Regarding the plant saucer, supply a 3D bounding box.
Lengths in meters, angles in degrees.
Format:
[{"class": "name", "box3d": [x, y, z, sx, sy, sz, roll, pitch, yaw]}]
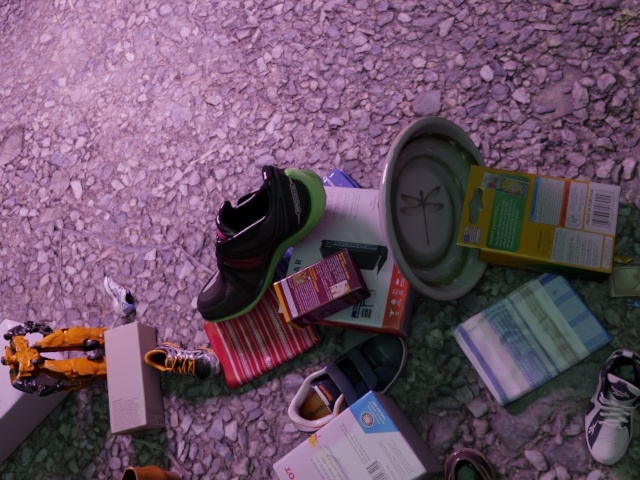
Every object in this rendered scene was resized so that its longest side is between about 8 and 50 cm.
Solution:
[{"class": "plant saucer", "box3d": [0.240, -0.067, 1.469, 0.101, 0.401, 0.400, -6, 69, 47]}]

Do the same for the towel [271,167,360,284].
[{"class": "towel", "box3d": [0.000, 0.000, 1.714, 0.336, 0.040, 0.243, -43, 65, 5]}]

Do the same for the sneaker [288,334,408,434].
[{"class": "sneaker", "box3d": [0.063, 0.327, 1.526, 0.321, 0.127, 0.126, -43, 62, 1]}]

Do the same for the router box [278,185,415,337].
[{"class": "router box", "box3d": [0.083, 0.044, 1.588, 0.301, 0.082, 0.335, 5, 73, 21]}]

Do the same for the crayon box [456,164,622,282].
[{"class": "crayon box", "box3d": [0.475, -0.040, 1.470, 0.323, 0.083, 0.203, 11, 72, 12]}]

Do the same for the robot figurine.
[{"class": "robot figurine", "box3d": [-0.681, 0.308, 1.730, 0.085, 0.291, 0.211, -44, 58, 35]}]

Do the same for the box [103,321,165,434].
[{"class": "box", "box3d": [-0.489, 0.362, 1.746, 0.113, 0.094, 0.275, -17, 67, 15]}]

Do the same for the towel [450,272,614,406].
[{"class": "towel", "box3d": [0.456, 0.207, 1.462, 0.285, 0.034, 0.209, -33, 65, 8]}]

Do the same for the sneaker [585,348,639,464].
[{"class": "sneaker", "box3d": [0.580, 0.320, 1.308, 0.094, 0.153, 0.234, 20, 81, 28]}]

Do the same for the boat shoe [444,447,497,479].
[{"class": "boat shoe", "box3d": [0.325, 0.596, 1.328, 0.132, 0.130, 0.355, -25, 65, 12]}]

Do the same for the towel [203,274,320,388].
[{"class": "towel", "box3d": [-0.153, 0.230, 1.679, 0.275, 0.031, 0.198, -30, 69, 13]}]

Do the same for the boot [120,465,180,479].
[{"class": "boot", "box3d": [-0.409, 0.677, 1.543, 0.104, 0.211, 0.295, -8, 70, 20]}]

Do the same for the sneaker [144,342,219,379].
[{"class": "sneaker", "box3d": [-0.354, 0.315, 1.706, 0.215, 0.083, 0.084, 3, 92, 26]}]

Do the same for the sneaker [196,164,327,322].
[{"class": "sneaker", "box3d": [-0.182, 0.000, 1.601, 0.482, 0.202, 0.185, -54, 31, 25]}]

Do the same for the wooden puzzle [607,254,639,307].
[{"class": "wooden puzzle", "box3d": [0.659, 0.088, 1.434, 0.079, 0.014, 0.116, 1, 73, 26]}]

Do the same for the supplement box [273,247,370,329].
[{"class": "supplement box", "box3d": [0.003, 0.111, 1.499, 0.188, 0.081, 0.104, -26, 64, 9]}]

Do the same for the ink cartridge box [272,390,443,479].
[{"class": "ink cartridge box", "box3d": [0.083, 0.487, 1.421, 0.270, 0.197, 0.198, -38, 64, 5]}]

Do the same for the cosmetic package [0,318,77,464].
[{"class": "cosmetic package", "box3d": [-0.920, 0.466, 1.841, 0.453, 0.161, 0.230, -46, 63, 2]}]

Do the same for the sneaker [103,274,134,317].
[{"class": "sneaker", "box3d": [-0.562, 0.150, 1.876, 0.058, 0.052, 0.135, -30, 72, -1]}]
